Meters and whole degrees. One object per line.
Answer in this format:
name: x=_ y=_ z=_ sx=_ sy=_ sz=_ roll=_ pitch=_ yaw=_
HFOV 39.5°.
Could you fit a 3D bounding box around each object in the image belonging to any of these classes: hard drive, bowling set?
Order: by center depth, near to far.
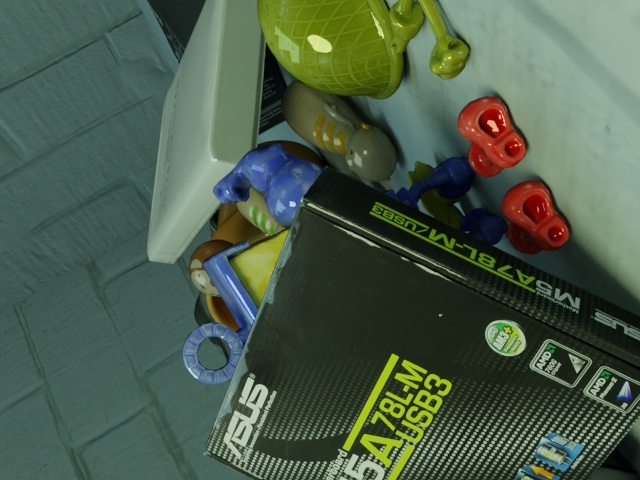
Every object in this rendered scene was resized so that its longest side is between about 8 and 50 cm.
bowling set: x=-0.005 y=0.020 z=0.817 sx=0.154 sy=0.200 sz=0.287 roll=44 pitch=169 yaw=49
hard drive: x=-0.113 y=-0.113 z=0.846 sx=0.307 sy=0.040 sz=0.203 roll=142 pitch=134 yaw=-64

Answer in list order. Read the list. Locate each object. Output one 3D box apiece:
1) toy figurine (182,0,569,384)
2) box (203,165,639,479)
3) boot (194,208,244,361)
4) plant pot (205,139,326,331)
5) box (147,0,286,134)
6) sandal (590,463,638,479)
toy figurine: x=0.000 y=0.000 z=0.531 sx=0.362 sy=0.217 sz=0.191 roll=59 pitch=174 yaw=-5
box: x=0.048 y=0.081 z=0.464 sx=0.184 sy=0.190 sz=0.045 roll=25 pitch=-145 yaw=2
boot: x=-0.089 y=0.115 z=1.377 sx=0.338 sy=0.118 sz=0.222 roll=41 pitch=135 yaw=31
plant pot: x=-0.041 y=-0.012 z=1.050 sx=0.205 sy=0.205 sz=0.188 roll=66 pitch=-173 yaw=-48
box: x=-0.120 y=-0.224 z=1.066 sx=0.156 sy=0.093 sz=0.158 roll=55 pitch=171 yaw=42
sandal: x=0.163 y=0.148 z=0.633 sx=0.254 sy=0.097 sz=0.054 roll=109 pitch=171 yaw=-81
